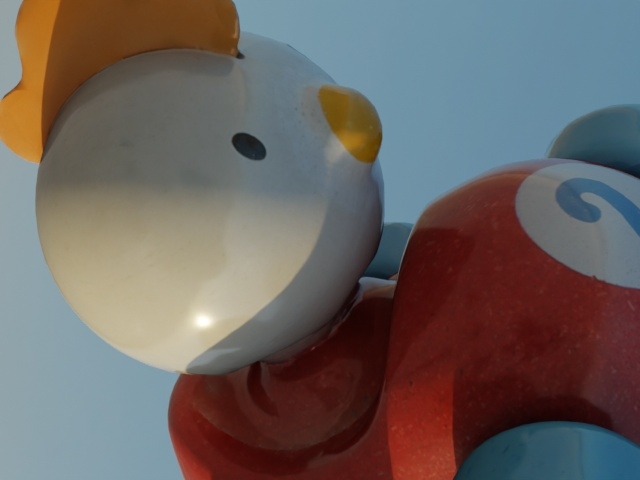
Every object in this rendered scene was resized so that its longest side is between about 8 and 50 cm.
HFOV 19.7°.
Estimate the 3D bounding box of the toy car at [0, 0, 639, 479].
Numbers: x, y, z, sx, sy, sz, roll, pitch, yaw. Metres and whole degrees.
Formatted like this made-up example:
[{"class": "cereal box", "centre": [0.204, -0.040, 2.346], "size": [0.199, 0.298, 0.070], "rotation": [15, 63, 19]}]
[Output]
[{"class": "toy car", "centre": [0.000, 0.000, 0.598], "size": [0.210, 0.238, 0.219], "rotation": [-27, -156, 31]}]
